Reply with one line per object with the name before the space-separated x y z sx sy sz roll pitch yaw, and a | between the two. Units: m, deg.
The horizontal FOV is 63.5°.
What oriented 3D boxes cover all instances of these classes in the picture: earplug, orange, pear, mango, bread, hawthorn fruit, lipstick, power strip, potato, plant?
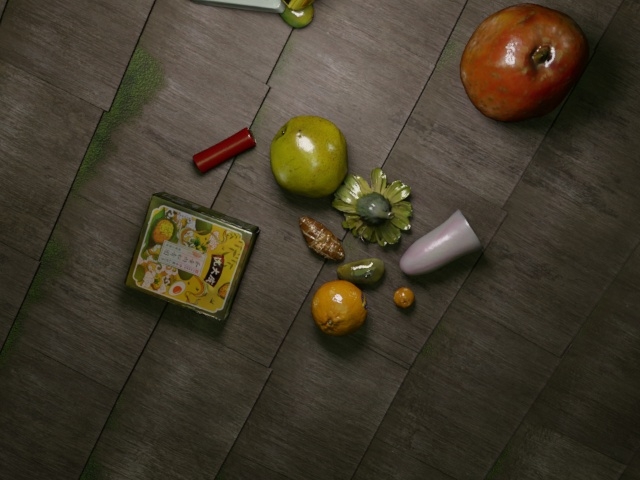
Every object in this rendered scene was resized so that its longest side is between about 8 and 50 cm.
earplug | 0.433 0.036 1.936 0.301 0.172 0.172 -33 97 13
orange | 0.324 0.221 2.005 0.083 0.070 0.083 0 104 1
pear | -0.043 -0.299 1.832 0.293 0.294 0.295 0 99 2
mango | -0.104 -0.843 1.832 0.122 0.085 0.191 -39 96 15
bread | 0.000 0.000 1.977 0.105 0.076 0.233 -45 94 6
hawthorn fruit | 0.668 -0.585 1.705 0.402 0.403 0.403 0 99 2
lipstick | -0.357 -0.336 1.929 0.241 0.080 0.080 -26 98 6
power strip | -0.307 -0.868 1.812 0.384 0.062 0.091 12 99 13
potato | 0.155 0.121 1.988 0.187 0.085 0.105 -3 97 7
orange | 0.070 0.258 1.952 0.219 0.193 0.219 7 139 6
plant | 0.198 -0.087 1.903 0.305 0.297 0.261 4 131 -14

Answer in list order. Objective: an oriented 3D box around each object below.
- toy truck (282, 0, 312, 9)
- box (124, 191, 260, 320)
toy truck | 0.003 -0.940 1.709 0.254 0.180 0.405 47 69 -12
box | -0.488 0.058 1.970 0.419 0.138 0.373 21 99 -1
